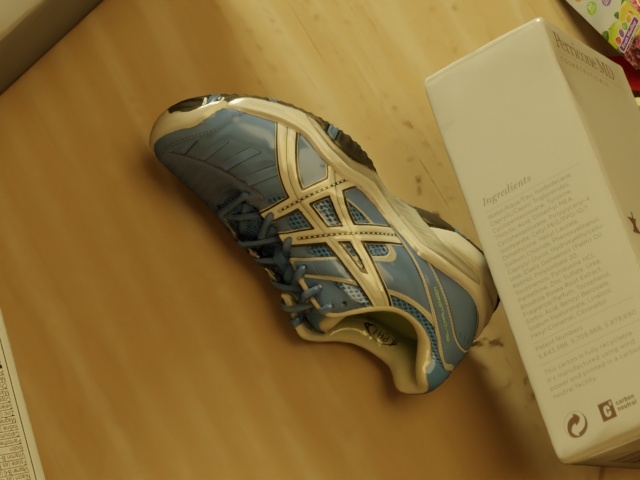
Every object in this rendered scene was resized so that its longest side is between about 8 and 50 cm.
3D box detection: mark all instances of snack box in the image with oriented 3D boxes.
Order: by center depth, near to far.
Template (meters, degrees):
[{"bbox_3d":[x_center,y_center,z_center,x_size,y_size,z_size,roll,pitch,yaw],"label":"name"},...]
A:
[{"bbox_3d":[0.234,-0.165,1.010,0.141,0.037,0.100,-14,49,-32],"label":"snack box"}]

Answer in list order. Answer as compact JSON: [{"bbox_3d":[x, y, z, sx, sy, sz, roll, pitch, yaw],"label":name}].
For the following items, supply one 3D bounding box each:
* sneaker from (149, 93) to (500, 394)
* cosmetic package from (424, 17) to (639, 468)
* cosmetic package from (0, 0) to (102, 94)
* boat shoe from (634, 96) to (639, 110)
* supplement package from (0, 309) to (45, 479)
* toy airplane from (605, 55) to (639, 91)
[{"bbox_3d":[0.000,0.000,0.804,0.211,0.080,0.081,33,54,-8],"label":"sneaker"},{"bbox_3d":[0.149,0.004,0.834,0.117,0.085,0.231,14,54,-55],"label":"cosmetic package"},{"bbox_3d":[-0.162,-0.171,0.796,0.127,0.107,0.238,42,58,-1],"label":"cosmetic package"},{"bbox_3d":[0.251,0.045,0.885,0.103,0.113,0.302,-36,70,-14],"label":"boat shoe"},{"bbox_3d":[-0.189,0.145,0.567,0.149,0.194,0.203,-8,70,-29],"label":"supplement package"},{"bbox_3d":[0.234,-0.090,0.991,0.151,0.028,0.151,15,51,-19],"label":"toy airplane"}]
